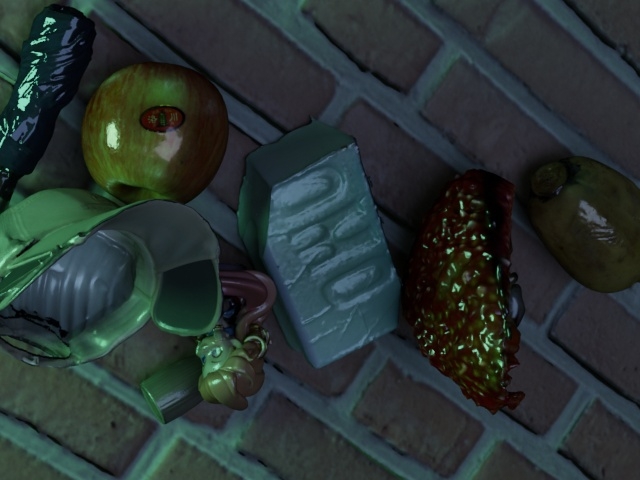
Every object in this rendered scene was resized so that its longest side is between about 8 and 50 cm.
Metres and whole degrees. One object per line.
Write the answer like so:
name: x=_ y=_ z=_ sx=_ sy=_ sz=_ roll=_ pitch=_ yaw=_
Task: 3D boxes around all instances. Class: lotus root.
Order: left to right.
lotus root: x=0.325 y=-0.009 z=1.682 sx=0.221 sy=0.118 sz=0.125 roll=39 pitch=105 yaw=-22

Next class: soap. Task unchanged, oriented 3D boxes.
soap: x=0.000 y=0.000 z=1.570 sx=0.145 sy=0.091 sz=0.230 roll=-28 pitch=113 yaw=-12

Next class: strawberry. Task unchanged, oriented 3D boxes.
strawberry: x=0.145 y=0.053 z=1.547 sx=0.137 sy=0.306 sz=0.233 roll=-2 pitch=103 yaw=10

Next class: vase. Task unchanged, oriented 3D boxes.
vase: x=-0.138 y=0.149 z=1.577 sx=0.100 sy=0.053 sz=0.053 roll=-31 pitch=113 yaw=-16

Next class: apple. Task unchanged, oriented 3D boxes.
apple: x=-0.163 y=-0.099 z=1.449 sx=0.146 sy=0.146 sz=0.131 roll=12 pitch=70 yaw=-24

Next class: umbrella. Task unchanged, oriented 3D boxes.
umbrella: x=-0.285 y=-0.112 z=1.449 sx=0.071 sy=0.071 sz=0.248 roll=17 pitch=101 yaw=-24

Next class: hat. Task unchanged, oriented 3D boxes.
hat: x=-0.221 y=0.018 z=1.405 sx=0.232 sy=0.275 sz=0.161 roll=5 pitch=68 yaw=-38

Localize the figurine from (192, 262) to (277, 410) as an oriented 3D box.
figurine: x=-0.093 y=0.095 z=1.527 sx=0.114 sy=0.126 sz=0.157 roll=-14 pitch=74 yaw=-51
